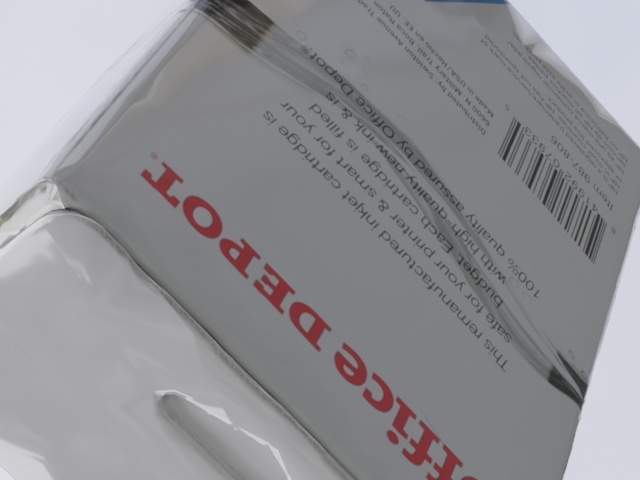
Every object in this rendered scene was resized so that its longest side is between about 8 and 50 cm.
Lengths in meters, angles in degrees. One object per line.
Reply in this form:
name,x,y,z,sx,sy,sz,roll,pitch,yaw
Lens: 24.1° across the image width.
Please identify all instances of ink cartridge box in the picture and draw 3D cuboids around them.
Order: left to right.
ink cartridge box,0.000,0.000,0.796,0.285,0.166,0.395,46,-142,-13
